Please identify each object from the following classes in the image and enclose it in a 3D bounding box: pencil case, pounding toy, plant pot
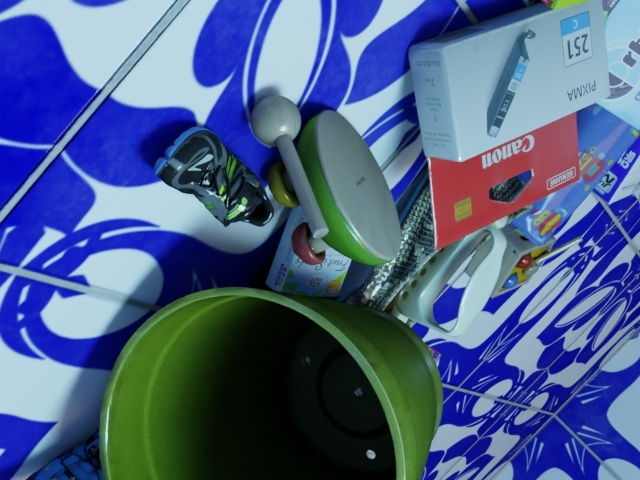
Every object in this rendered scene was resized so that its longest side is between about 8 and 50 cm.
[{"bbox_3d":[0.383,-0.135,1.556,0.119,0.133,0.306,34,103,-27],"label":"pencil case"},{"bbox_3d":[-0.012,-0.046,1.119,0.110,0.182,0.237,-25,160,22],"label":"pounding toy"},{"bbox_3d":[-0.011,0.219,1.237,0.366,0.366,0.353,-54,163,19],"label":"plant pot"},{"bbox_3d":[0.353,0.025,1.766,0.141,0.100,0.130,-17,143,-43],"label":"pounding toy"}]

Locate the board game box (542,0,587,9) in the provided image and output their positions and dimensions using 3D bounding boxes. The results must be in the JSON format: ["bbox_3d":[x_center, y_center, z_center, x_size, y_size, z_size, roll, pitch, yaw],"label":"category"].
[{"bbox_3d":[0.304,-0.326,1.196,0.181,0.092,0.043,-21,146,-38],"label":"board game box"}]

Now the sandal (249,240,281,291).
[{"bbox_3d":[-0.036,0.030,1.297,0.067,0.040,0.179,-5,135,-52],"label":"sandal"}]

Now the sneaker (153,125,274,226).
[{"bbox_3d":[-0.100,-0.059,1.035,0.067,0.078,0.188,-47,153,7],"label":"sneaker"}]

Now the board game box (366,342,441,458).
[{"bbox_3d":[0.139,0.296,1.868,0.193,0.045,0.147,-59,173,27],"label":"board game box"}]

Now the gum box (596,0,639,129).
[{"bbox_3d":[0.416,-0.261,1.398,0.184,0.041,0.157,25,114,-25],"label":"gum box"}]

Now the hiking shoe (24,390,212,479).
[{"bbox_3d":[-0.255,0.256,1.272,0.304,0.113,0.132,-24,138,-49],"label":"hiking shoe"}]

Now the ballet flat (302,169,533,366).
[{"bbox_3d":[0.120,0.088,1.443,0.482,0.182,0.164,-52,153,16],"label":"ballet flat"}]

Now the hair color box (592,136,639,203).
[{"bbox_3d":[0.565,-0.234,1.682,0.185,0.110,0.338,-20,143,-43],"label":"hair color box"}]

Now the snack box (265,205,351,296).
[{"bbox_3d":[0.000,0.000,1.256,0.100,0.037,0.141,4,114,-42],"label":"snack box"}]

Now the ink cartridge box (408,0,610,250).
[{"bbox_3d":[0.249,-0.150,1.271,0.296,0.066,0.261,-25,115,-34],"label":"ink cartridge box"}]

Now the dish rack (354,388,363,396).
[{"bbox_3d":[0.037,0.271,1.714,0.208,0.074,0.271,-30,151,-24],"label":"dish rack"}]
